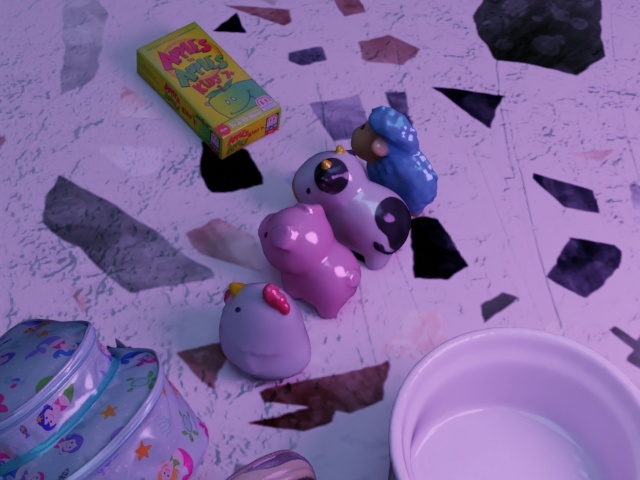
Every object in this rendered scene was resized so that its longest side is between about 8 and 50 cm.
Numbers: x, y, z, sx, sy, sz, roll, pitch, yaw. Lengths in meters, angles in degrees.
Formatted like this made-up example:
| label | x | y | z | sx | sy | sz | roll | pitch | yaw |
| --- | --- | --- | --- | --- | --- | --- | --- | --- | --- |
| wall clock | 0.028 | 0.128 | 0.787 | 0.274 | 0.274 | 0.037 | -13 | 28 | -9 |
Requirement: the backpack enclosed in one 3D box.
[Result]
| label | x | y | z | sx | sy | sz | roll | pitch | yaw |
| --- | --- | --- | --- | --- | --- | --- | --- | --- | --- |
| backpack | -0.241 | 0.188 | 1.299 | 0.254 | 0.191 | 0.225 | 4 | 40 | 43 |

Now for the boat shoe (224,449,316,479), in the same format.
| label | x | y | z | sx | sy | sz | roll | pitch | yaw |
| --- | --- | --- | --- | --- | --- | --- | --- | --- | --- |
| boat shoe | -0.122 | 0.332 | 1.304 | 0.355 | 0.132 | 0.130 | -31 | 62 | -25 |

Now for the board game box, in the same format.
| label | x | y | z | sx | sy | sz | roll | pitch | yaw |
| --- | --- | --- | --- | --- | --- | --- | --- | --- | --- |
| board game box | -0.141 | -0.190 | 1.748 | 0.092 | 0.043 | 0.181 | -31 | 62 | -26 |

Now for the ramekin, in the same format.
| label | x | y | z | sx | sy | sz | roll | pitch | yaw |
| --- | --- | --- | --- | --- | --- | --- | --- | --- | --- |
| ramekin | 0.198 | 0.237 | 1.409 | 0.277 | 0.135 | 0.277 | 3 | 54 | -4 |

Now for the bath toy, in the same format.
| label | x | y | z | sx | sy | sz | roll | pitch | yaw |
| --- | --- | --- | --- | --- | --- | --- | --- | --- | --- |
| bath toy | 0.000 | 0.000 | 1.569 | 0.151 | 0.129 | 0.348 | 29 | 56 | 14 |
